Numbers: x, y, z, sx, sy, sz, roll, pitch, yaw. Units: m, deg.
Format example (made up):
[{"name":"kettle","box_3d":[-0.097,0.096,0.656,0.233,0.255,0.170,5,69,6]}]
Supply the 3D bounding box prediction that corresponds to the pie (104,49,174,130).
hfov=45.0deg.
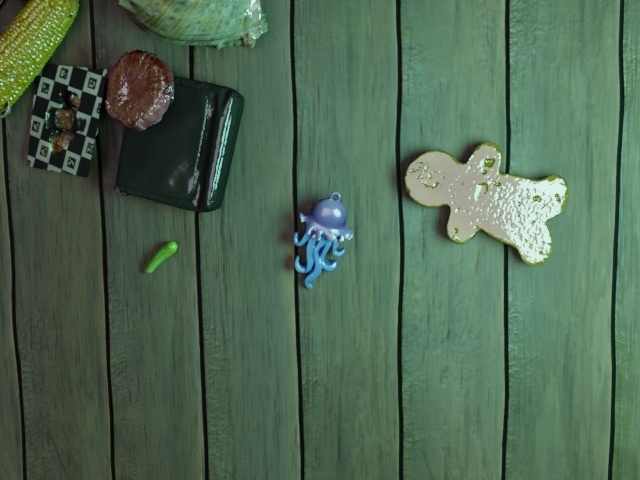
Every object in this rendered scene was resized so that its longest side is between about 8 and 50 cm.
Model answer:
[{"name":"pie","box_3d":[-0.340,-0.280,1.443,0.153,0.038,0.153,1,92,22]}]

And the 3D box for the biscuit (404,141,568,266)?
[{"name":"biscuit","box_3d":[0.301,-0.081,1.433,0.301,0.049,0.197,19,94,5]}]

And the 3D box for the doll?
[{"name":"doll","box_3d":[0.000,0.000,1.478,0.110,0.067,0.206,16,110,-8]}]

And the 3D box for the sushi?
[{"name":"sushi","box_3d":[-0.490,-0.236,1.522,0.192,0.040,0.210,12,95,28]}]

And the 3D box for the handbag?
[{"name":"handbag","box_3d":[-0.271,-0.187,1.487,0.223,0.080,0.247,14,95,16]}]

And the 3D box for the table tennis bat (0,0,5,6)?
[{"name":"table tennis bat","box_3d":[-0.675,-0.558,1.525,0.130,0.019,0.220,3,98,8]}]

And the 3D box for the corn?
[{"name":"corn","box_3d":[-0.575,-0.369,1.492,0.106,0.106,0.293,40,100,2]}]

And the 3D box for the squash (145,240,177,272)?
[{"name":"squash","box_3d":[-0.320,0.032,1.542,0.089,0.027,0.027,-40,90,14]}]

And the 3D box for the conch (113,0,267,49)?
[{"name":"conch","box_3d":[-0.256,-0.453,1.345,0.297,0.210,0.352,-17,117,38]}]
